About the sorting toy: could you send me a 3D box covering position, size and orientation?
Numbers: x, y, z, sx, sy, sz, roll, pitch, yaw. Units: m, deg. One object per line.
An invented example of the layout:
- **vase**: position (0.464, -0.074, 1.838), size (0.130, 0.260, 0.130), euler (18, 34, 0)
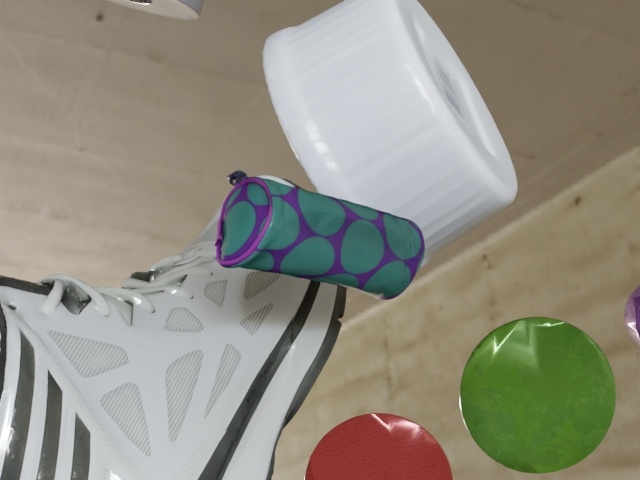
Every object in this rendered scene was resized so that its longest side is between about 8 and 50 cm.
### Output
- **sorting toy**: position (0.155, 0.137, 0.876), size (0.365, 0.127, 0.126), euler (-30, 0, 0)

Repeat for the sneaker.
- **sneaker**: position (-0.134, 0.051, 0.766), size (0.169, 0.447, 0.257), euler (-25, -58, 34)

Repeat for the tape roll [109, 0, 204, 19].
- **tape roll**: position (-0.227, -0.311, 1.106), size (0.219, 0.072, 0.219), euler (17, 1, 0)

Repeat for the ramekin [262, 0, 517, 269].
- **ramekin**: position (0.078, -0.116, 0.996), size (0.135, 0.277, 0.277), euler (-29, -27, 20)

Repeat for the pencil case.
- **pencil case**: position (0.000, 0.000, 0.701), size (0.151, 0.065, 0.070), euler (14, -14, -39)
